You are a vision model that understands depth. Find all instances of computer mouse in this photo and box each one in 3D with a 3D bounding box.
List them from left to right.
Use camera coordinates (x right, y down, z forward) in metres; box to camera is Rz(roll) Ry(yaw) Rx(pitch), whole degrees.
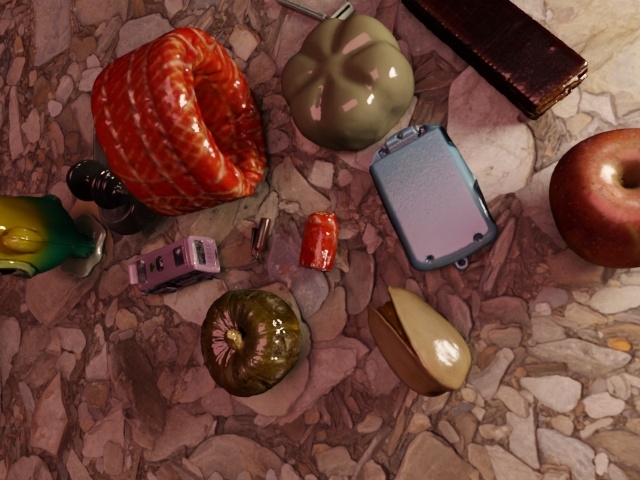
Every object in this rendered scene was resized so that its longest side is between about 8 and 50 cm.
[{"bbox_3d":[-0.475,-0.194,1.116,0.203,0.114,0.373,-8,81,26],"label":"computer mouse"}]

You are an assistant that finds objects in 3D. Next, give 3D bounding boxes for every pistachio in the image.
[{"bbox_3d":[0.161,0.171,0.757,0.129,0.131,0.206,-44,63,5],"label":"pistachio"}]

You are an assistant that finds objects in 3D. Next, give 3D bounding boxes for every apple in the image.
[{"bbox_3d":[0.441,-0.057,0.647,0.201,0.162,0.201,-9,67,22],"label":"apple"}]

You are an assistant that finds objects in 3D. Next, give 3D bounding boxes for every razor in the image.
[{"bbox_3d":[-0.027,-0.525,1.007,0.211,0.036,0.084,34,73,31],"label":"razor"}]

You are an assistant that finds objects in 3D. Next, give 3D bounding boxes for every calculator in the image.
[{"bbox_3d":[0.203,-0.080,0.816,0.173,0.051,0.292,-27,72,18],"label":"calculator"}]

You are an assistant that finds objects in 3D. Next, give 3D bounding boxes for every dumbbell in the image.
[{"bbox_3d":[-0.502,-0.128,1.002,0.209,0.099,0.099,17,90,27],"label":"dumbbell"}]

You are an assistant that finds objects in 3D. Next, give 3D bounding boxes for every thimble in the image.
[{"bbox_3d":[-0.272,-0.234,0.913,0.231,0.350,0.349,-12,77,21],"label":"thimble"}]

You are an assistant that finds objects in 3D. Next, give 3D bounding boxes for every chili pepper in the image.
[{"bbox_3d":[0.000,0.000,0.892,0.071,0.073,0.123,10,88,-16],"label":"chili pepper"}]

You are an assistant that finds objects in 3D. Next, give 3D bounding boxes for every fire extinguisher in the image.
[{"bbox_3d":[-0.140,-0.001,0.977,0.046,0.032,0.100,10,80,15],"label":"fire extinguisher"}]

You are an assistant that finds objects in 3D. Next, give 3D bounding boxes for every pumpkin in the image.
[{"bbox_3d":[-0.143,0.201,0.879,0.219,0.162,0.218,-6,75,23],"label":"pumpkin"}]

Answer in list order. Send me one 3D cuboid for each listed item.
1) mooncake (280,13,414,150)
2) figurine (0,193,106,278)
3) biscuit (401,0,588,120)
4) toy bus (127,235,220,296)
[{"bbox_3d":[0.047,-0.316,0.883,0.275,0.135,0.274,-6,76,27],"label":"mooncake"},{"bbox_3d":[-0.742,-0.015,1.092,0.324,0.340,0.231,10,87,25],"label":"figurine"},{"bbox_3d":[0.298,-0.386,0.807,0.107,0.073,0.388,-41,67,13],"label":"biscuit"},{"bbox_3d":[-0.337,0.061,1.018,0.199,0.108,0.096,-20,74,21],"label":"toy bus"}]
